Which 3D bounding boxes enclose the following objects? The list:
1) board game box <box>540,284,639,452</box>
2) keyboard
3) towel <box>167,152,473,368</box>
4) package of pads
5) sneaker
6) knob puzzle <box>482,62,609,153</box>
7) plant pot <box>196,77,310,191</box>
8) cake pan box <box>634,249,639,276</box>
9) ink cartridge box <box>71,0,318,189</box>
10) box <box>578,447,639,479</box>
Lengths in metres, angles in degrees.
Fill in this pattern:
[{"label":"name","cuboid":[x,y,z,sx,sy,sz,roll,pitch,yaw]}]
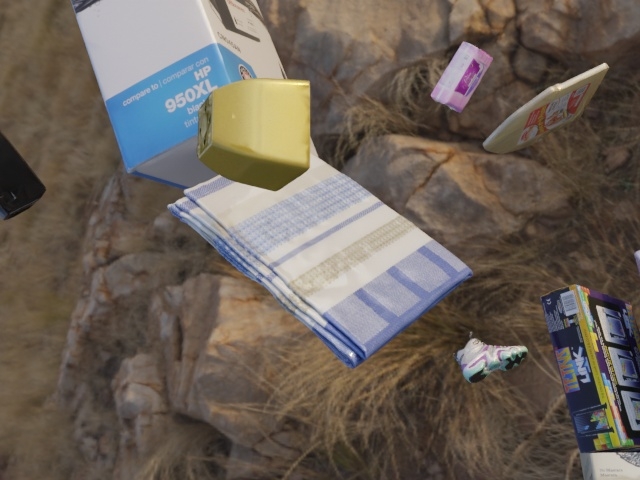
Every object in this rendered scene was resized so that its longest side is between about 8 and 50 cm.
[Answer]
[{"label":"board game box","cuboid":[0.315,0.144,0.747,0.048,0.141,0.171,-27,59,38]},{"label":"keyboard","cuboid":[-0.584,-0.164,1.058,0.033,0.317,0.201,-33,10,23]},{"label":"towel","cuboid":[0.000,0.000,0.746,0.285,0.209,0.034,38,136,24]},{"label":"package of pads","cuboid":[0.183,-0.211,0.881,0.032,0.050,0.083,41,110,33]},{"label":"sneaker","cuboid":[0.233,0.152,0.950,0.069,0.098,0.038,-120,19,-45]},{"label":"knob puzzle","cuboid":[0.342,-0.200,1.083,0.213,0.213,0.030,-39,70,34]},{"label":"plant pot","cuboid":[-0.062,-0.095,0.594,0.081,0.083,0.081,157,115,-62]},{"label":"cake pan box","cuboid":[0.434,0.151,0.705,0.070,0.246,0.267,-24,35,10]},{"label":"ink cartridge box","cuboid":[-0.179,-0.275,0.917,0.166,0.285,0.395,-24,80,14]},{"label":"box","cuboid":[0.482,0.285,1.131,0.113,0.094,0.275,-5,49,11]}]
